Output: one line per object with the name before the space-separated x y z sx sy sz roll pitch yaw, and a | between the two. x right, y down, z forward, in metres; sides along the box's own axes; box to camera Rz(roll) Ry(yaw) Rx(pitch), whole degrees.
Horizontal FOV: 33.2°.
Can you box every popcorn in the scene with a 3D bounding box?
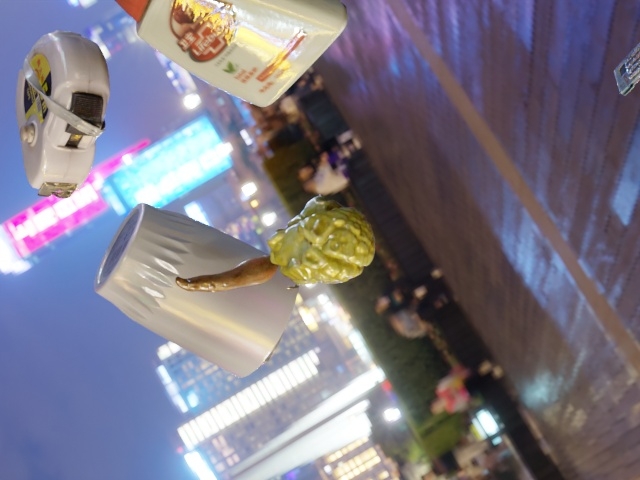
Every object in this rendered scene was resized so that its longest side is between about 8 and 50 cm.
popcorn | 0.001 0.012 1.706 0.173 0.173 0.142 -123 24 -68

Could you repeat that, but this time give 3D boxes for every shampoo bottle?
shampoo bottle | -0.128 -0.247 1.086 0.284 0.153 0.071 24 -139 -31

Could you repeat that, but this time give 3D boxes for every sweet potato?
sweet potato | -0.158 0.065 1.892 0.050 0.214 0.050 20 116 47

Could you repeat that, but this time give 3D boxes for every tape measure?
tape measure | -0.391 -0.214 1.625 0.120 0.197 0.236 3 -122 -36

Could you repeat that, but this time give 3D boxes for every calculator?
calculator | 0.557 -0.306 1.903 0.172 0.018 0.057 101 157 -80

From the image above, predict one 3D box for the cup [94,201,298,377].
cup | -0.242 0.092 2.152 0.371 0.253 0.253 30 -170 -20
